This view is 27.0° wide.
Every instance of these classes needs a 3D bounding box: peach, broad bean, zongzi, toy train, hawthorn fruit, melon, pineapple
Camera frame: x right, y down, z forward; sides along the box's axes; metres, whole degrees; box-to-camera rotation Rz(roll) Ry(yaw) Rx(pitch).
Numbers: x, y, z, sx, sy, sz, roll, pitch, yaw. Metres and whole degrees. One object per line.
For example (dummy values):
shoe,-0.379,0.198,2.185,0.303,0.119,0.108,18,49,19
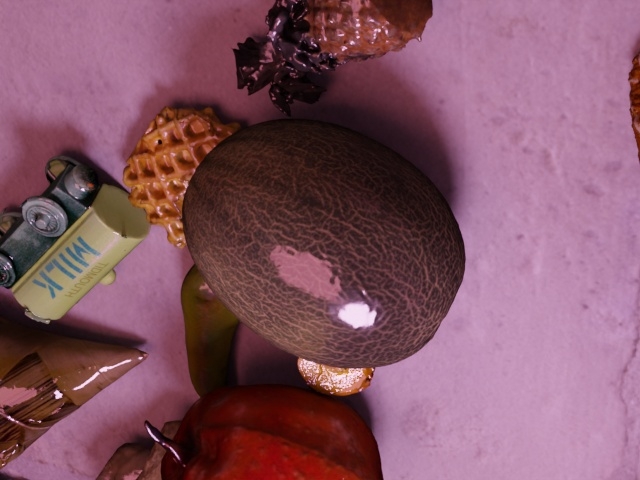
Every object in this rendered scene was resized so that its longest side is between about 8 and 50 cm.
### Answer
peach,0.021,0.133,1.566,0.098,0.061,0.098,1,113,2
broad bean,-0.130,0.111,1.631,0.075,0.067,0.325,27,133,28
zongzi,-0.410,0.124,1.753,0.300,0.145,0.274,-35,94,19
toy train,-0.318,0.007,1.643,0.157,0.105,0.253,37,130,-17
hawthorn fruit,-0.079,0.272,1.558,0.254,0.254,0.300,-28,128,37
melon,0.000,0.000,1.378,0.302,0.237,0.237,29,128,6
pineapple,0.000,-0.205,1.342,0.237,0.111,0.119,-22,76,44

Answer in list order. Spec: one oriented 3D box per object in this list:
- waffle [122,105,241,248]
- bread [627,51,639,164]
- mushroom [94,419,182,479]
waffle,-0.150,-0.073,1.529,0.149,0.051,0.194,40,128,1
bread,0.355,-0.073,1.260,0.105,0.076,0.233,-27,103,35
mushroom,-0.171,0.375,1.737,0.292,0.212,0.217,41,137,6
